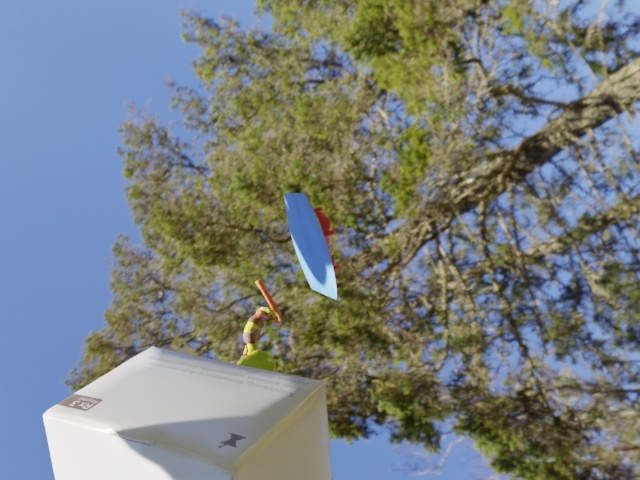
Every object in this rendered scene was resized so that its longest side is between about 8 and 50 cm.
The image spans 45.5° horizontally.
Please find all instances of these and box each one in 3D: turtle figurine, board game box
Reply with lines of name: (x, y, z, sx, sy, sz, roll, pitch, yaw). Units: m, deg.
turtle figurine: (-0.096, 0.196, 1.154, 0.087, 0.217, 0.269, -4, -91, -4)
board game box: (0.000, 0.000, 0.954, 0.033, 0.169, 0.133, -18, -82, -15)

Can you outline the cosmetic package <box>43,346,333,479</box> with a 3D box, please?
cosmetic package: (-0.105, 0.313, 0.720, 0.156, 0.217, 0.384, -28, -59, -56)
